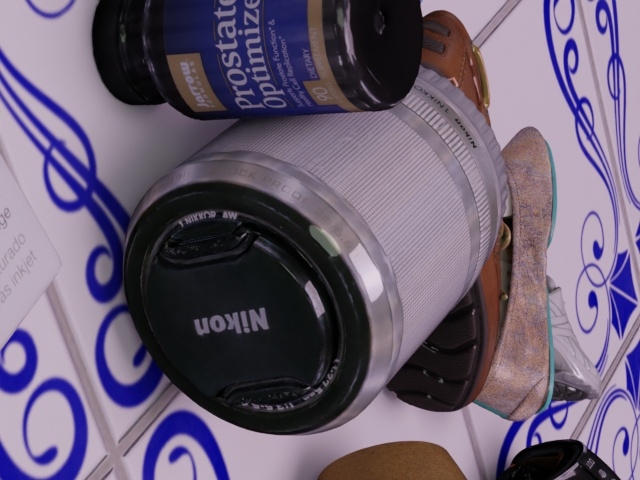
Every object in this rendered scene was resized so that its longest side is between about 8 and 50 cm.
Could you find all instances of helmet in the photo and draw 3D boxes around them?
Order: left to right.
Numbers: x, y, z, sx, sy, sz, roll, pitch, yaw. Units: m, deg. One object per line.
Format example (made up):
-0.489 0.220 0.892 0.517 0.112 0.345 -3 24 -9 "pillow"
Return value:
0.248 0.303 1.820 0.169 0.169 0.162 -41 107 -53 "helmet"

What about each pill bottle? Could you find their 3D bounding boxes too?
-0.047 -0.147 1.251 0.123 0.219 0.123 4 86 -59 "pill bottle"

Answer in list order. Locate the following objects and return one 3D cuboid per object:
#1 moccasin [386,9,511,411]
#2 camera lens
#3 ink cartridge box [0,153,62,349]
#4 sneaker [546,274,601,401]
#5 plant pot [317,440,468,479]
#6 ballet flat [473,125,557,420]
0.101 -0.018 1.572 0.147 0.139 0.380 -48 135 -52 "moccasin"
0.000 0.000 1.328 0.274 0.219 0.219 -43 125 -52 "camera lens"
-0.326 -0.049 0.809 0.395 0.166 0.285 65 36 -30 "ink cartridge box"
0.242 0.097 1.873 0.232 0.090 0.115 43 50 -52 "sneaker"
0.075 0.305 1.465 0.237 0.237 0.254 35 36 -54 "plant pot"
0.173 0.019 1.731 0.106 0.107 0.316 12 61 -20 "ballet flat"
